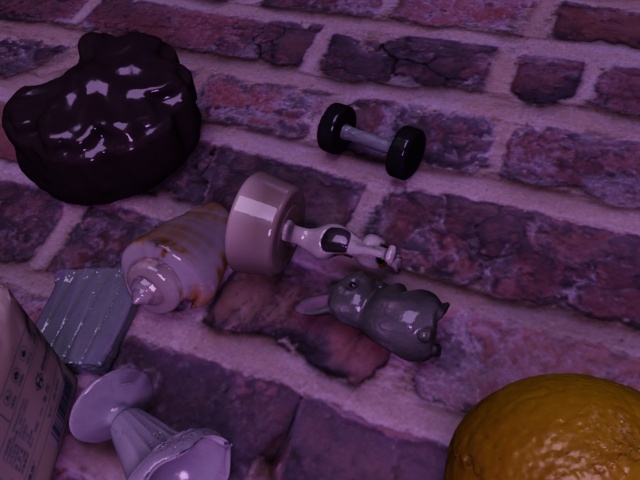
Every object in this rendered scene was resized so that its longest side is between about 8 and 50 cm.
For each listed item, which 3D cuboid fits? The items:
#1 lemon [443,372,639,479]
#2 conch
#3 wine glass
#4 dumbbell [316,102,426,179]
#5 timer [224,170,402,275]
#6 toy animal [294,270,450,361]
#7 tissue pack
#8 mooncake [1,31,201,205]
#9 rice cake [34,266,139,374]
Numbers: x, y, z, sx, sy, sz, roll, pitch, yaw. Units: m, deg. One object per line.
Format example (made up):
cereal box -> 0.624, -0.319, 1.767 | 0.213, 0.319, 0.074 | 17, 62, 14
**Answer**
lemon -> 0.272, 0.279, 0.660 | 0.293, 0.293, 0.292 | -5, 52, 6
conch -> -0.233, 0.013, 1.024 | 0.158, 0.127, 0.255 | 19, 56, 9
wine glass -> -0.234, 0.276, 0.822 | 0.165, 0.164, 0.197 | -40, 53, -20
dumbbell -> 0.095, -0.190, 1.154 | 0.191, 0.100, 0.100 | 24, 61, 26
timer -> 0.000, 0.000, 0.991 | 0.266, 0.175, 0.175 | 15, 57, 14
toy animal -> 0.077, 0.101, 0.922 | 0.237, 0.138, 0.107 | 20, 92, 19
tissue pack -> -0.478, 0.274, 0.753 | 0.207, 0.297, 0.380 | -1, 48, 3
mooncake -> -0.424, -0.257, 1.238 | 0.351, 0.212, 0.381 | 17, 59, 14
rice cake -> -0.401, 0.130, 1.033 | 0.190, 0.037, 0.198 | 0, 53, 9
